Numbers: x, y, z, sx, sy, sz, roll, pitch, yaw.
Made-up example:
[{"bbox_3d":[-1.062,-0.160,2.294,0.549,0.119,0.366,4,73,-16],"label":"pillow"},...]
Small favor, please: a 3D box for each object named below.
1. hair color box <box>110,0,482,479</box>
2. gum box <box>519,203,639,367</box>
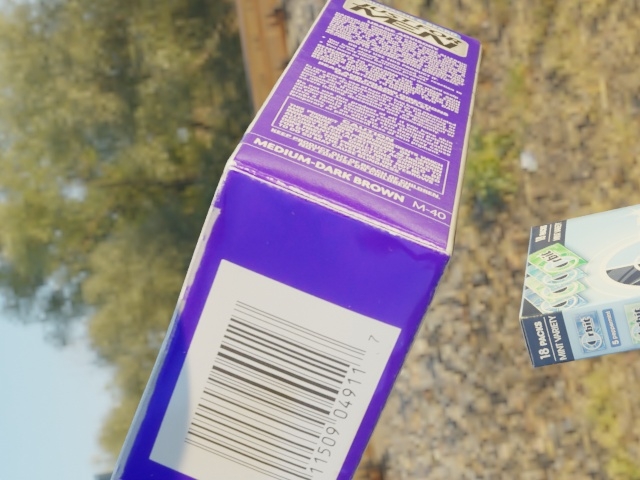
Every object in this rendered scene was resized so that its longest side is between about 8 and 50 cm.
[{"bbox_3d":[0.000,0.000,0.759,0.339,0.110,0.185,-66,-2,-67],"label":"hair color box"},{"bbox_3d":[0.229,0.017,0.950,0.157,0.184,0.041,-64,-41,-65],"label":"gum box"}]
